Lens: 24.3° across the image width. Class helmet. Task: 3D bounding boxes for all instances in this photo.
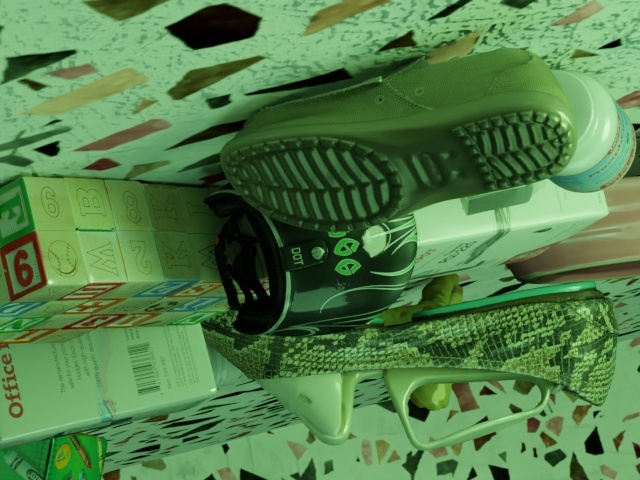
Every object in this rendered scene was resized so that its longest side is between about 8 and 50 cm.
[{"bbox_3d":[0.000,0.000,1.215,0.161,0.169,0.169,-16,170,-33],"label":"helmet"}]

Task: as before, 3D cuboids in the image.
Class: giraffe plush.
[{"bbox_3d":[0.090,0.124,1.922,0.170,0.181,0.210,6,179,2],"label":"giraffe plush"}]

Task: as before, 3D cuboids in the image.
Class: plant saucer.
[{"bbox_3d":[0.337,-0.008,1.631,0.332,0.084,0.332,-6,174,-1],"label":"plant saucer"}]

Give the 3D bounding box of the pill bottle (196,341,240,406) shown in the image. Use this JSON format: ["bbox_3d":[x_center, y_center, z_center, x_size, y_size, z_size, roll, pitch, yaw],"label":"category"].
[{"bbox_3d":[-0.203,0.142,1.688,0.215,0.117,0.117,-9,166,-29],"label":"pill bottle"}]

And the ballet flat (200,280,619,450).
[{"bbox_3d":[0.085,0.138,1.618,0.482,0.182,0.164,-1,174,1],"label":"ballet flat"}]

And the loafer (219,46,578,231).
[{"bbox_3d":[0.057,-0.076,1.083,0.268,0.092,0.102,-6,132,20],"label":"loafer"}]

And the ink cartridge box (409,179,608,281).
[{"bbox_3d":[0.137,-0.027,1.415,0.217,0.092,0.158,-8,165,-25],"label":"ink cartridge box"}]

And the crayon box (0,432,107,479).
[{"bbox_3d":[-0.403,0.235,1.688,0.278,0.081,0.165,9,173,15],"label":"crayon box"}]

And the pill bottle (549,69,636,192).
[{"bbox_3d":[0.206,-0.091,1.221,0.087,0.087,0.160,-19,168,17],"label":"pill bottle"}]

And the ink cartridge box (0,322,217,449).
[{"bbox_3d":[-0.224,0.098,1.377,0.212,0.154,0.093,-10,168,-27],"label":"ink cartridge box"}]

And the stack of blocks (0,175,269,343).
[{"bbox_3d":[-0.184,0.022,1.244,0.171,0.087,0.297,-24,165,35],"label":"stack of blocks"}]
